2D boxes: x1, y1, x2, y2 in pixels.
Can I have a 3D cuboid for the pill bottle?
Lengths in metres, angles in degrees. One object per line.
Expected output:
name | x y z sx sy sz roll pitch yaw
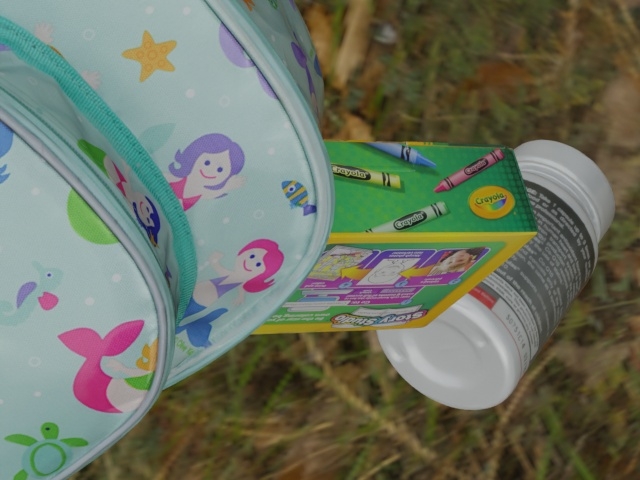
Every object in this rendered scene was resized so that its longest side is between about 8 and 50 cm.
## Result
pill bottle | 0.192 0.030 1.932 0.161 0.283 0.161 22 138 22

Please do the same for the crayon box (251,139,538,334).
crayon box | 0.000 0.000 1.365 0.165 0.278 0.081 -44 55 49

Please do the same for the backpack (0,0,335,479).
backpack | -0.125 -0.023 0.666 0.253 0.191 0.225 -33 114 11
